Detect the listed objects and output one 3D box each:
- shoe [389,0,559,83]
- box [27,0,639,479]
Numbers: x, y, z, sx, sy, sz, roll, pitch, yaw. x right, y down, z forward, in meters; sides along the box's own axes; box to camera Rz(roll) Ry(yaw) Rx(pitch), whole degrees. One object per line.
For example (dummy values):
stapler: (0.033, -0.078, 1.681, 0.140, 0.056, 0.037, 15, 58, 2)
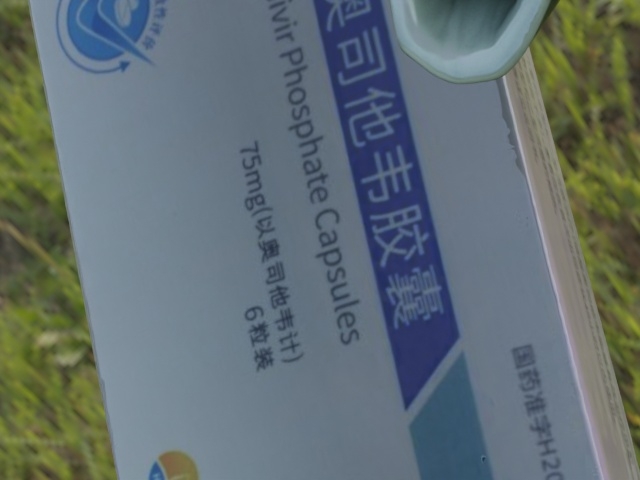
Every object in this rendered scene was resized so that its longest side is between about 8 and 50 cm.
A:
shoe: (0.049, -0.162, 0.589, 0.095, 0.265, 0.110, 7, 53, 17)
box: (0.000, 0.000, 0.766, 0.200, 0.065, 0.343, -19, 74, 22)
